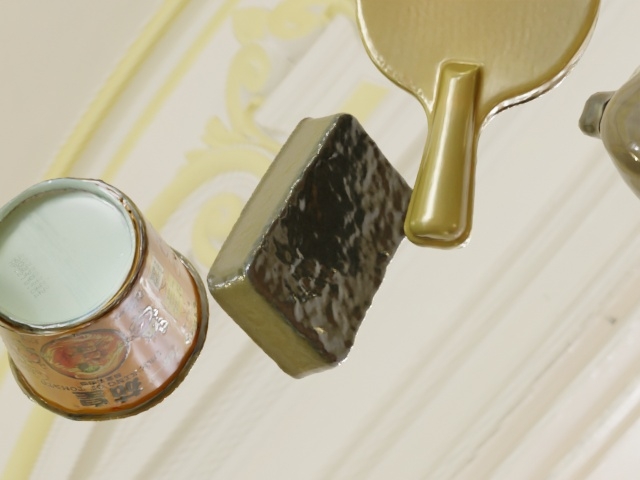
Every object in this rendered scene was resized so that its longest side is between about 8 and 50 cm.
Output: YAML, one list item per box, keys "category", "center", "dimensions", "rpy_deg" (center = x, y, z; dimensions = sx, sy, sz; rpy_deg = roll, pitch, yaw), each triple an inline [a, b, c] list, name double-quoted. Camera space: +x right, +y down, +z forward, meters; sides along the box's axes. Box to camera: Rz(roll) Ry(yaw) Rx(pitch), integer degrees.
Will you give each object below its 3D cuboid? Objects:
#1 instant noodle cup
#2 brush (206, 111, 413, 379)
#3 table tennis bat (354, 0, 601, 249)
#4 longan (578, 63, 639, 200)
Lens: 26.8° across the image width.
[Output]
- category: "instant noodle cup"
  center: [-0.229, 0.049, 1.307]
  dimensions: [0.216, 0.216, 0.172]
  rpy_deg: [-33, -29, -10]
- category: "brush"
  center: [0.000, 0.000, 1.065]
  dimensions: [0.123, 0.059, 0.197]
  rpy_deg: [47, -128, -25]
- category: "table tennis bat"
  center: [0.115, -0.149, 1.063]
  dimensions: [0.050, 0.198, 0.321]
  rpy_deg: [47, -128, -75]
- category: "longan"
  center: [0.475, -0.139, 1.678]
  dimensions: [0.300, 0.300, 0.243]
  rpy_deg: [5, -79, -35]
